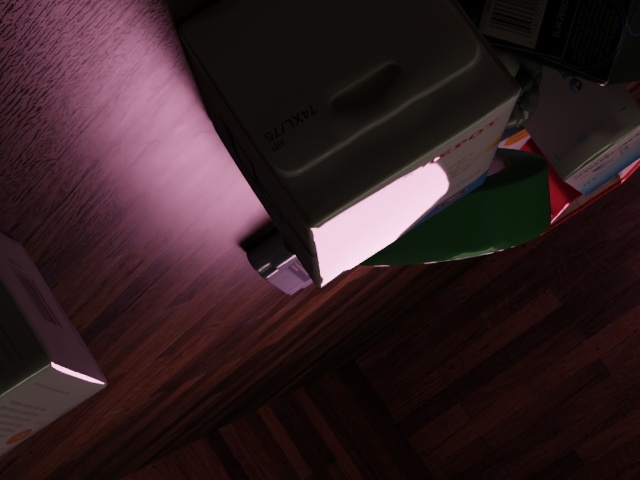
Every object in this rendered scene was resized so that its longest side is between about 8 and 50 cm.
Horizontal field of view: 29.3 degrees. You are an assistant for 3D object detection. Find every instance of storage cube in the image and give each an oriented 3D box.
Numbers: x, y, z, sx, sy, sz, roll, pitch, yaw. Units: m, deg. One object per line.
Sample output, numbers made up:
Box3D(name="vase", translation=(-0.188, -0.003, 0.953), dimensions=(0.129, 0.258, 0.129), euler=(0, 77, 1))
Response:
Box3D(name="storage cube", translation=(0.393, -0.153, 1.989), dimensions=(0.183, 0.193, 0.215), euler=(-32, 170, -12))

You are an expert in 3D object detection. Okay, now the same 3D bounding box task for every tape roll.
Box3D(name="tape roll", translation=(0.112, -0.047, 1.464), dimensions=(0.321, 0.077, 0.321), euler=(-7, -167, 1))

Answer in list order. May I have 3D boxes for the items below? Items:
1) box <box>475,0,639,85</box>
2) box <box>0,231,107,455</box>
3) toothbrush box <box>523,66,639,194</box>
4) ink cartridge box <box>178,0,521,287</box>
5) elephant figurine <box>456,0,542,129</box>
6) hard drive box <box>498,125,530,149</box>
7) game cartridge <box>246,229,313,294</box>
Box3D(name="box", translation=(0.279, -0.252, 1.191), dimensions=(0.270, 0.143, 0.165), euler=(-15, 124, -58))
Box3D(name="box", translation=(-0.385, 0.141, 1.027), dimensions=(0.345, 0.168, 0.215), euler=(-34, 170, -5))
Box3D(name="toothbrush box", translation=(0.310, -0.182, 1.548), dimensions=(0.126, 0.216, 0.295), euler=(-37, 170, 12))
Box3D(name="ink cartridge box", translation=(0.024, -0.110, 1.058), dimensions=(0.198, 0.197, 0.270), euler=(-32, 169, -6))
Box3D(name="elephant figurine", translation=(0.106, -0.158, 1.310), dimensions=(0.239, 0.186, 0.169), euler=(-28, -144, 25))
Box3D(name="hard drive box", translation=(0.203, -0.132, 1.796), dimensions=(0.181, 0.089, 0.232), euler=(-29, 168, -24))
Box3D(name="game cartridge", translation=(0.000, 0.000, 1.871), dimensions=(0.198, 0.062, 0.297), euler=(-38, 169, 0))
